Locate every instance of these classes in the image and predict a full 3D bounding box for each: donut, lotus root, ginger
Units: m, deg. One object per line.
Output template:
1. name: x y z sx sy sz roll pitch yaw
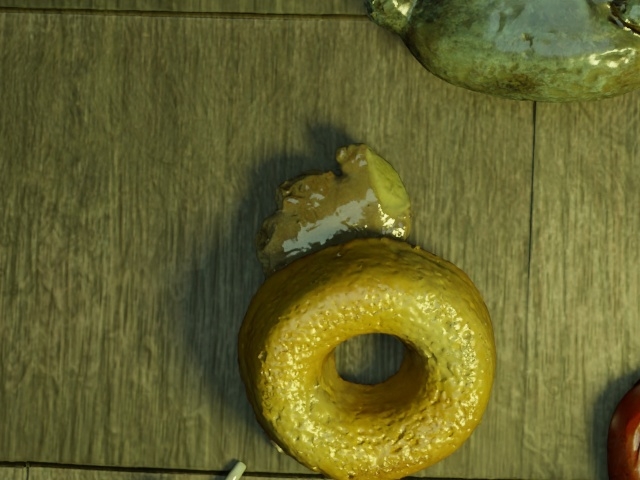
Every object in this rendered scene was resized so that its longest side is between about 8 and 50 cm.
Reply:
1. donut: 0.051 0.131 1.885 0.277 0.108 0.278 0 102 -2
2. lotus root: 0.221 -0.230 1.898 0.349 0.175 0.175 3 87 10
3. ginger: -0.002 -0.004 1.946 0.213 0.074 0.137 -41 84 8

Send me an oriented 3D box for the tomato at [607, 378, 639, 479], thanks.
1. tomato: 0.401 0.234 1.879 0.228 0.101 0.228 -1 84 7

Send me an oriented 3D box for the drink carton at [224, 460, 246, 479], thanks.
1. drink carton: -0.142 0.321 1.937 0.084 0.074 0.200 35 92 6
